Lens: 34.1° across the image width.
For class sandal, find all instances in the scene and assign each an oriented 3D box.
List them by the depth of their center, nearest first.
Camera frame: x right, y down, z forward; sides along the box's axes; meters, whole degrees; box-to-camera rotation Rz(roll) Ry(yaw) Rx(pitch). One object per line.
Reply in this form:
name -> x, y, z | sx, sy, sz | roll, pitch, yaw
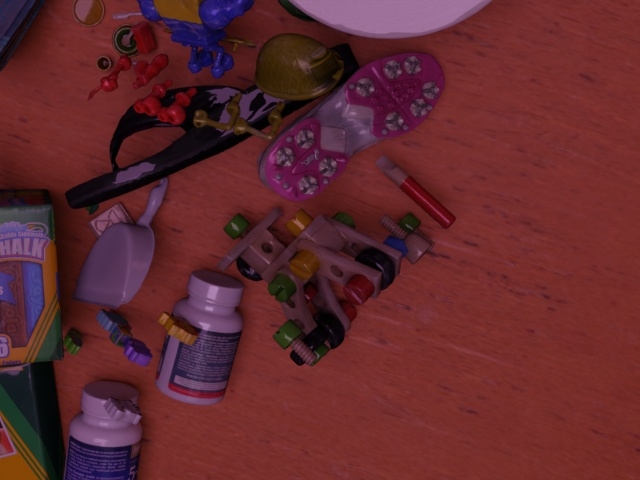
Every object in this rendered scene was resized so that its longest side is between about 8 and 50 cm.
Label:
sandal -> -0.163, -0.177, 1.464 | 0.446, 0.167, 0.107 | -28, 91, -1

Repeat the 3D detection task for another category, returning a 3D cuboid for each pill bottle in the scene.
pill bottle -> -0.173, 0.141, 1.541 | 0.108, 0.108, 0.180 | 16, 102, 0
pill bottle -> -0.328, 0.315, 1.581 | 0.112, 0.112, 0.186 | 9, 102, 2

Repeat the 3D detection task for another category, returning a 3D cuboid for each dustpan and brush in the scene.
dustpan and brush -> -0.274, -0.001, 1.515 | 0.060, 0.147, 0.211 | 23, 78, -39

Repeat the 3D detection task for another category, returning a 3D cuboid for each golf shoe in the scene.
golf shoe -> 0.034, -0.171, 1.473 | 0.306, 0.140, 0.115 | -34, 106, -15

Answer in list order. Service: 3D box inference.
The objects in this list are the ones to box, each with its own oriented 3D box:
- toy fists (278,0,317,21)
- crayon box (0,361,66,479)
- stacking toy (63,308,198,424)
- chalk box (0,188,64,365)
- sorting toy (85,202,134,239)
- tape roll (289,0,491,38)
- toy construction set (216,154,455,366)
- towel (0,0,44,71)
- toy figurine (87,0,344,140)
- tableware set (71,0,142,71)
toy fists -> 0.080, -0.349, 1.416 | 0.279, 0.142, 0.096 | -2, 101, 3
crayon box -> -0.585, 0.330, 1.602 | 0.363, 0.106, 0.313 | -4, 100, 4
stacking toy -> -0.283, 0.140, 1.527 | 0.167, 0.052, 0.221 | -56, 48, 9
chalk box -> -0.465, 0.018, 1.479 | 0.179, 0.180, 0.288 | -3, 102, -16
sorting toy -> -0.317, -0.030, 1.566 | 0.062, 0.012, 0.083 | -32, 97, 6
tape roll -> 0.086, -0.445, 1.287 | 0.392, 0.072, 0.391 | 1, 102, 3
toy construction set -> 0.000, 0.000, 1.468 | 0.237, 0.257, 0.309 | 44, 80, 7
towel -> -0.547, -0.411, 1.437 | 0.370, 0.040, 0.271 | 26, 73, -2
toy figurine -> -0.167, -0.286, 1.318 | 0.363, 0.191, 0.217 | 18, 140, 37
tableware set -> -0.308, -0.322, 1.505 | 0.104, 0.024, 0.154 | -3, 101, 4
